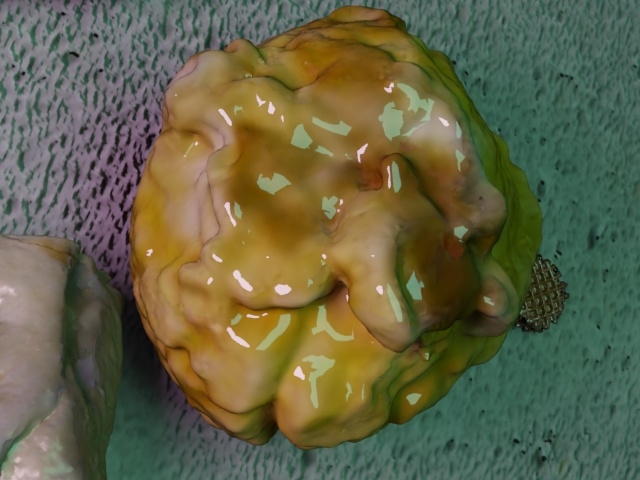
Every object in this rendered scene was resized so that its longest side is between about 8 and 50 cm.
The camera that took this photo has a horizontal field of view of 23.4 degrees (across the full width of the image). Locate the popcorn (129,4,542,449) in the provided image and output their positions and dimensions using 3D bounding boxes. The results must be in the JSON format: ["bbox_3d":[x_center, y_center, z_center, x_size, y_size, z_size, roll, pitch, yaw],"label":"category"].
[{"bbox_3d":[0.002,-0.004,1.327,0.344,0.354,0.390,52,13,6],"label":"popcorn"}]

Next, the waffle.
[{"bbox_3d":[0.227,0.058,1.645,0.075,0.029,0.083,38,66,-22],"label":"waffle"}]

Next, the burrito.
[{"bbox_3d":[-0.230,0.154,1.169,0.190,0.135,0.332,40,35,-47],"label":"burrito"}]
